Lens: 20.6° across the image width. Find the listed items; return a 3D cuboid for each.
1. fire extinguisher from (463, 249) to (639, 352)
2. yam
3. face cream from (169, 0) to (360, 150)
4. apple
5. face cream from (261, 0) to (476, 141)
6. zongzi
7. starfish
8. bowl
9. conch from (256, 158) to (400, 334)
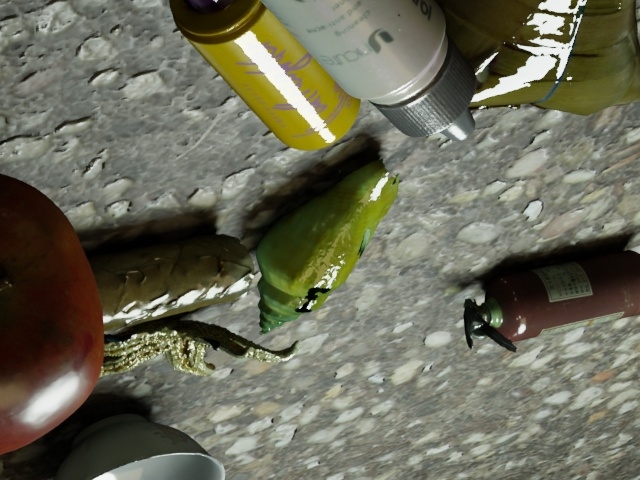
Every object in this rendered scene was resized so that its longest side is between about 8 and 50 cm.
[{"bbox_3d":[0.239,0.069,1.811,0.231,0.099,0.071,-11,126,-25],"label":"fire extinguisher"},{"bbox_3d":[-0.210,0.052,1.473,0.317,0.067,0.071,-13,122,-23],"label":"yam"},{"bbox_3d":[-0.052,-0.153,1.252,0.078,0.078,0.273,-30,150,8],"label":"face cream"},{"bbox_3d":[-0.276,0.059,1.299,0.230,0.230,0.230,-19,150,-11],"label":"apple"},{"bbox_3d":[0.019,-0.161,1.191,0.092,0.092,0.311,-33,132,13],"label":"face cream"},{"bbox_3d":[0.222,-0.197,1.331,0.289,0.123,0.260,1,144,-32],"label":"zongzi"},{"bbox_3d":[-0.124,0.104,1.629,0.208,0.053,0.176,0,162,6],"label":"starfish"},{"bbox_3d":[-0.197,0.229,1.749,0.189,0.086,0.189,-18,148,-12],"label":"bowl"},{"bbox_3d":[0.001,0.004,1.558,0.201,0.079,0.095,-42,170,14],"label":"conch"}]
